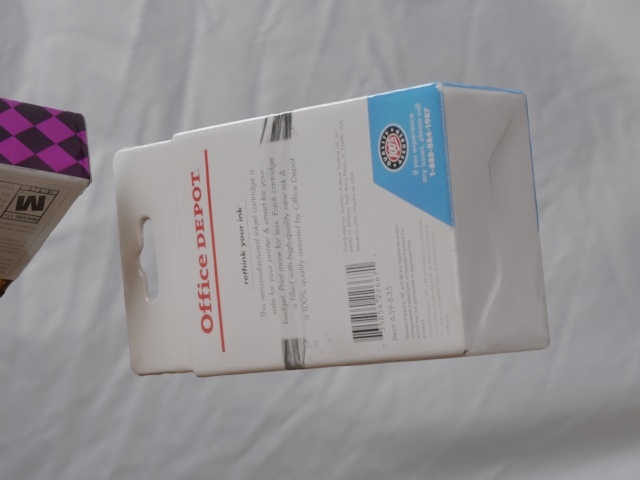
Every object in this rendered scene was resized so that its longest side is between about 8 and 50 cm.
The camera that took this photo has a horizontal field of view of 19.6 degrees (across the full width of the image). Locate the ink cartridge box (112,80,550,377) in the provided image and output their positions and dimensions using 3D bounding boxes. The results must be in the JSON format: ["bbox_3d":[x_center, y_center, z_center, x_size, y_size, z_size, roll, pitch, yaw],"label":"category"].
[{"bbox_3d":[0.000,0.000,0.758,0.180,0.104,0.060,-7,-3,41],"label":"ink cartridge box"}]

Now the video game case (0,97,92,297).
[{"bbox_3d":[-0.244,-0.006,0.783,0.232,0.210,0.041,10,56,-28],"label":"video game case"}]
